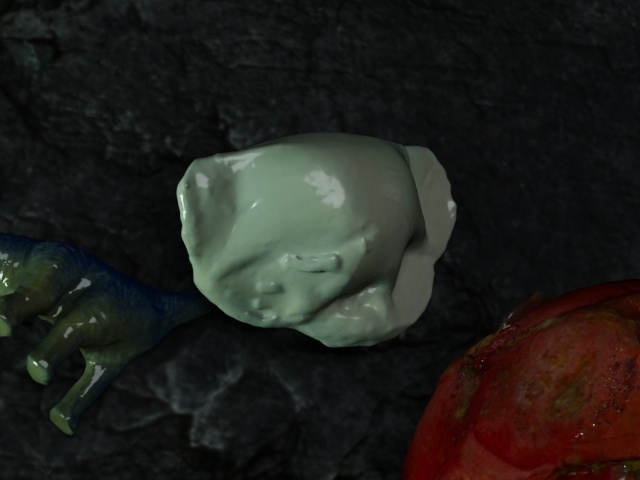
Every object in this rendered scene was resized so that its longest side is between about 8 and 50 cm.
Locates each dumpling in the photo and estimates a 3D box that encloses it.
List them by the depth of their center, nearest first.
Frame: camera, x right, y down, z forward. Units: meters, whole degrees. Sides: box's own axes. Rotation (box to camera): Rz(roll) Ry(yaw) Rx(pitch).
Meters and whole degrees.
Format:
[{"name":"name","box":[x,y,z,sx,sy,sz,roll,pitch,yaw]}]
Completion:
[{"name":"dumpling","box":[0.000,0.000,1.081,0.229,0.124,0.151,0,92,-28]}]

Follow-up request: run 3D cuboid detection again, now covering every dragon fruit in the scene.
[{"name":"dragon fruit","box":[0.196,0.171,0.981,0.301,0.295,0.295,-43,87,-14]}]

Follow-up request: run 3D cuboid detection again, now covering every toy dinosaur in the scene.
[{"name":"toy dinosaur","box":[-0.158,0.018,1.069,0.247,0.075,0.188,42,56,6]}]
